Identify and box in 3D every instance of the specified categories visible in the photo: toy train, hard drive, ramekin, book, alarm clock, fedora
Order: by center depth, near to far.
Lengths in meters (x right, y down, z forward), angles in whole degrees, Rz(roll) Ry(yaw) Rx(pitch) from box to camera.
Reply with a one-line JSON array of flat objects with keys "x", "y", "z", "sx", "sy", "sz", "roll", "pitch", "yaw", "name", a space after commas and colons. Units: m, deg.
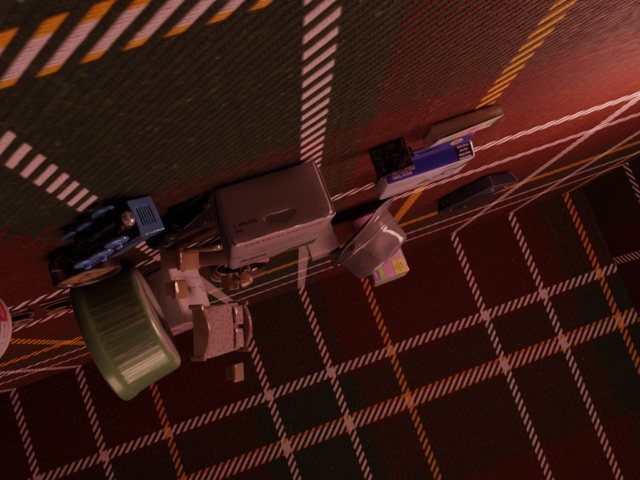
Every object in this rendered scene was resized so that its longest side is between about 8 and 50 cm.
[{"x": -0.352, "y": -0.009, "z": 1.075, "sx": 0.184, "sy": 0.080, "sz": 0.105, "roll": -26, "pitch": 175, "yaw": 37, "name": "toy train"}, {"x": -0.459, "y": 0.052, "z": 1.254, "sx": 0.129, "sy": 0.064, "sz": 0.192, "roll": -18, "pitch": 169, "yaw": -16, "name": "alarm clock"}, {"x": 0.288, "y": -0.232, "z": 1.308, "sx": 0.144, "sy": 0.035, "sz": 0.096, "roll": -20, "pitch": 176, "yaw": -6, "name": "book"}, {"x": -0.452, "y": 0.208, "z": 1.516, "sx": 0.148, "sy": 0.303, "sz": 0.303, "roll": -26, "pitch": 173, "yaw": -10, "name": "ramekin"}, {"x": 0.159, "y": 0.013, "z": 1.895, "sx": 0.275, "sy": 0.124, "sz": 0.244, "roll": -46, "pitch": 174, "yaw": 16, "name": "fedora"}, {"x": 0.536, "y": -0.166, "z": 2.219, "sx": 0.172, "sy": 0.054, "sz": 0.255, "roll": -13, "pitch": 169, "yaw": -40, "name": "hard drive"}]

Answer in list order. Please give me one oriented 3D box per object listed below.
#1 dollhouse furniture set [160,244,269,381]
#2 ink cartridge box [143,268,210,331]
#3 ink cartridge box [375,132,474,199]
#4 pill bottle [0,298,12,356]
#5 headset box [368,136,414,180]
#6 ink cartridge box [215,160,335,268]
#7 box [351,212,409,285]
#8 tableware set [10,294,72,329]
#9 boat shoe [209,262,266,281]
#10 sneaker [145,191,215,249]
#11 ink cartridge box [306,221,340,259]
[{"x": -0.227, "y": 0.190, "z": 1.568, "sx": 0.174, "sy": 0.355, "sz": 0.303, "roll": -5, "pitch": 177, "yaw": 24, "name": "dollhouse furniture set"}, {"x": -0.452, "y": 0.188, "z": 1.785, "sx": 0.233, "sy": 0.168, "sz": 0.171, "roll": -23, "pitch": 171, "yaw": 14, "name": "ink cartridge box"}, {"x": 0.249, "y": -0.172, "z": 1.529, "sx": 0.223, "sy": 0.045, "sz": 0.224, "roll": -19, "pitch": 171, "yaw": -4, "name": "ink cartridge box"}, {"x": -0.679, "y": 0.156, "z": 1.078, "sx": 0.161, "sy": 0.161, "sz": 0.283, "roll": -21, "pitch": 172, "yaw": 8, "name": "pill bottle"}, {"x": 0.146, "y": -0.164, "z": 1.283, "sx": 0.083, "sy": 0.062, "sz": 0.032, "roll": -21, "pitch": 172, "yaw": 2, "name": "headset box"}, {"x": -0.102, "y": -0.043, "z": 1.291, "sx": 0.201, "sy": 0.117, "sz": 0.278, "roll": -18, "pitch": 172, "yaw": -12, "name": "ink cartridge box"}, {"x": 0.197, "y": 0.032, "z": 2.142, "sx": 0.117, "sy": 0.213, "sz": 0.243, "roll": -21, "pitch": 172, "yaw": 0, "name": "box"}, {"x": -0.720, "y": 0.193, "z": 1.641, "sx": 0.194, "sy": 0.039, "sz": 0.128, "roll": -17, "pitch": 171, "yaw": -17, "name": "tableware set"}, {"x": -0.246, "y": 0.087, "z": 1.973, "sx": 0.183, "sy": 0.066, "sz": 0.066, "roll": -16, "pitch": 170, "yaw": -25, "name": "boat shoe"}, {"x": -0.268, "y": -0.035, "z": 1.206, "sx": 0.170, "sy": 0.051, "sz": 0.089, "roll": -26, "pitch": 171, "yaw": 6, "name": "sneaker"}, {"x": 0.000, "y": 0.000, "z": 1.904, "sx": 0.090, "sy": 0.092, "sz": 0.143, "roll": -21, "pitch": 173, "yaw": -3, "name": "ink cartridge box"}]
